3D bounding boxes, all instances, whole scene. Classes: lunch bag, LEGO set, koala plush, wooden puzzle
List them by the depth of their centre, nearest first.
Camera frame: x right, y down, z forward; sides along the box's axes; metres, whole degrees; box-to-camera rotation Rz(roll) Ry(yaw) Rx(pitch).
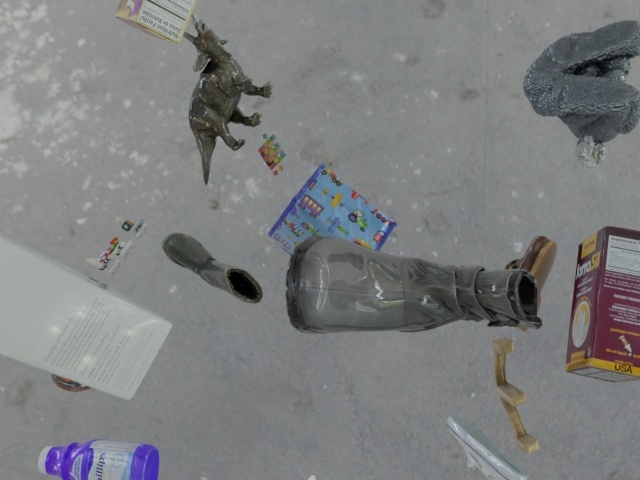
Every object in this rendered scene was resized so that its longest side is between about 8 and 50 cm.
[{"bbox_3d":[0.496,-0.254,1.163,0.203,0.221,0.196,2,70,34],"label":"koala plush"},{"bbox_3d":[-0.092,-0.167,1.209,0.049,0.006,0.083,-42,72,34],"label":"wooden puzzle"},{"bbox_3d":[0.000,0.000,1.492,0.221,0.293,0.138,39,53,-3],"label":"lunch bag"},{"bbox_3d":[-0.555,0.006,1.753,0.060,0.244,0.182,34,77,-5],"label":"LEGO set"}]

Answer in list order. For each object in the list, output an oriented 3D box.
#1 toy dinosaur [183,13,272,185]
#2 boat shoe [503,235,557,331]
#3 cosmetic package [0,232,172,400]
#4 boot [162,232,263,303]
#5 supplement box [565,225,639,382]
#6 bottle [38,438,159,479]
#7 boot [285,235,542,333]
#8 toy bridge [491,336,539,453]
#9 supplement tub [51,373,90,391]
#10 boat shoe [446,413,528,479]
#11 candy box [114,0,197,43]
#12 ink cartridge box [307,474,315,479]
[{"bbox_3d":[-0.197,-0.269,1.238,0.160,0.313,0.121,25,30,24],"label":"toy dinosaur"},{"bbox_3d":[0.344,0.070,1.087,0.073,0.207,0.073,-29,50,-32],"label":"boat shoe"},{"bbox_3d":[-0.457,0.101,1.012,0.217,0.385,0.156,16,75,43],"label":"cosmetic package"},{"bbox_3d":[-0.229,0.058,1.325,0.076,0.190,0.208,-57,25,-4],"label":"boot"},{"bbox_3d":[0.390,0.087,0.845,0.081,0.104,0.188,11,75,5],"label":"supplement box"},{"bbox_3d":[-0.532,0.538,1.522,0.283,0.092,0.118,2,85,11],"label":"bottle"},{"bbox_3d":[0.128,0.055,0.745,0.223,0.338,0.118,-1,87,32],"label":"boot"},{"bbox_3d":[0.300,0.242,1.002,0.026,0.063,0.188,-17,99,-8],"label":"toy bridge"},{"bbox_3d":[-0.489,0.209,1.287,0.106,0.197,0.106,13,37,-10],"label":"supplement tub"},{"bbox_3d":[0.369,0.502,1.478,0.226,0.083,0.075,39,106,43],"label":"boat shoe"},{"bbox_3d":[-0.142,-0.298,0.641,0.186,0.053,0.109,-63,34,8],"label":"candy box"},{"bbox_3d":[0.002,0.719,1.379,0.119,0.353,0.207,7,27,35],"label":"ink cartridge box"}]
